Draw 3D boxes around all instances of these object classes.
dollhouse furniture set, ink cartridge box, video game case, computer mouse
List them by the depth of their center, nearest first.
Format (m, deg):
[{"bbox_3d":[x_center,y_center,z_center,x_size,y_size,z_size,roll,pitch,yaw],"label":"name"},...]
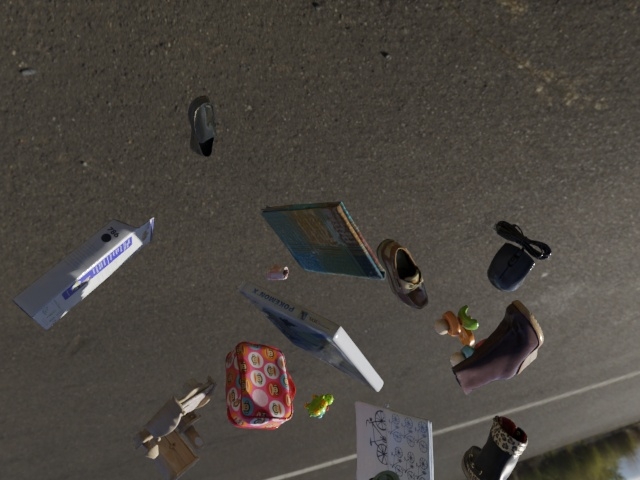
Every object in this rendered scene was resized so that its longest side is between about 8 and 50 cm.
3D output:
[{"bbox_3d":[-0.547,0.060,1.037,0.332,0.065,0.165,-48,-179,-31],"label":"ink cartridge box"},{"bbox_3d":[-0.019,0.237,1.064,0.036,0.300,0.329,-55,140,-20],"label":"video game case"},{"bbox_3d":[-0.380,0.567,1.371,0.355,0.174,0.303,-47,168,16],"label":"dollhouse furniture set"},{"bbox_3d":[0.616,0.080,1.429,0.072,0.188,0.272,-33,145,-28],"label":"computer mouse"}]

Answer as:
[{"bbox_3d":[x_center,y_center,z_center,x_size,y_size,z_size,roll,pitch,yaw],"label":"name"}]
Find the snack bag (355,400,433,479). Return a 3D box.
[{"bbox_3d":[0.219,0.692,1.381,0.037,0.322,0.343,3,175,-37],"label":"snack bag"}]

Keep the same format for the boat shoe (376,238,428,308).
[{"bbox_3d":[0.328,0.141,1.667,0.123,0.120,0.323,-40,112,-13],"label":"boat shoe"}]

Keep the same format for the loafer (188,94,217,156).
[{"bbox_3d":[-0.245,-0.238,0.920,0.056,0.050,0.148,-36,159,-32],"label":"loafer"}]

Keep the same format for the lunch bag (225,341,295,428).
[{"bbox_3d":[-0.208,0.523,1.574,0.258,0.293,0.120,19,131,-32],"label":"lunch bag"}]

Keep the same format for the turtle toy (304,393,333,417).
[{"bbox_3d":[0.000,0.704,1.854,0.130,0.095,0.066,-41,115,-25],"label":"turtle toy"}]

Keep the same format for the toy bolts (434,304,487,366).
[{"bbox_3d":[0.555,0.411,1.730,0.159,0.228,0.218,-18,139,-8],"label":"toy bolts"}]

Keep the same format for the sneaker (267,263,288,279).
[{"bbox_3d":[-0.146,0.115,1.565,0.070,0.050,0.134,-5,-175,6],"label":"sneaker"}]

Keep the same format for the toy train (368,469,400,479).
[{"bbox_3d":[0.183,0.693,1.017,0.190,0.334,0.142,-30,108,-26],"label":"toy train"}]

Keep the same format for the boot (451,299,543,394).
[{"bbox_3d":[0.408,0.263,1.020,0.207,0.090,0.248,-27,129,0],"label":"boot"}]

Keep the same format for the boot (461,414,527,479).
[{"bbox_3d":[0.655,0.806,1.645,0.284,0.138,0.377,-66,161,6],"label":"boot"}]

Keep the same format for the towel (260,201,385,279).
[{"bbox_3d":[0.000,0.000,1.273,0.370,0.040,0.271,1,133,52],"label":"towel"}]
